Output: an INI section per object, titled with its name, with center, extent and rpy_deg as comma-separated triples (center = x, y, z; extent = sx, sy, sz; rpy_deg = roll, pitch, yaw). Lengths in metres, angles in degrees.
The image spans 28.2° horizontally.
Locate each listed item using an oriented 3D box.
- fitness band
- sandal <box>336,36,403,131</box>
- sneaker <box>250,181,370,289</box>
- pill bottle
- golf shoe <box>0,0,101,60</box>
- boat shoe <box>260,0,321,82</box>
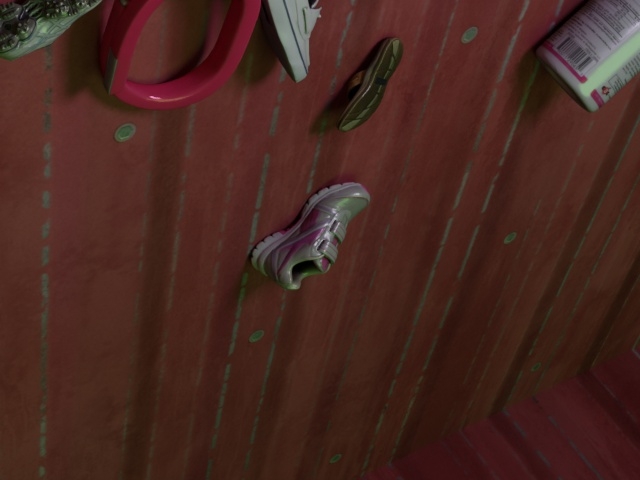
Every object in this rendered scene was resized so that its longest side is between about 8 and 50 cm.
[fitness band]
center = -0.195, -0.283, 1.759
extent = 0.209, 0.054, 0.291
rpy_deg = -13, 152, -31
[sandal]
center = 0.076, -0.262, 2.121
extent = 0.072, 0.049, 0.180
rpy_deg = 11, 109, -58
[sneaker]
center = 0.000, 0.000, 2.316
extent = 0.252, 0.111, 0.103
rpy_deg = -42, 149, 6
[pill bottle]
center = 0.548, -0.384, 2.333
extent = 0.283, 0.160, 0.160
rpy_deg = -42, 149, 8
[golf shoe]
center = -0.349, -0.291, 1.640
extent = 0.176, 0.069, 0.086
rpy_deg = -30, 168, -8
[boat shoe]
center = -0.039, -0.333, 1.856
extent = 0.084, 0.095, 0.258
rpy_deg = -28, 149, -8
